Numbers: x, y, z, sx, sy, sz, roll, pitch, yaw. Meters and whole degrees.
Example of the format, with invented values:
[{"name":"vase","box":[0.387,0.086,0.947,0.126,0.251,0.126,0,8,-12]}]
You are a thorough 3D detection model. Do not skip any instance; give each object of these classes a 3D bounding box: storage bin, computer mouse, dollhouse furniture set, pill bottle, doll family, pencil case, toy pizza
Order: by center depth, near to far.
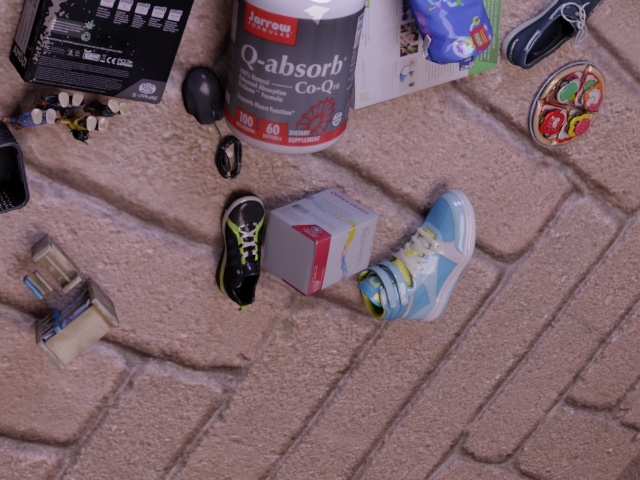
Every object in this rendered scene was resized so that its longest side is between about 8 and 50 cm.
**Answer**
[{"name":"storage bin","box":[-0.551,-0.100,1.699,0.180,0.084,0.122,-18,130,-24]},{"name":"doll family","box":[-0.399,-0.195,1.727,0.193,0.111,0.076,11,89,-37]},{"name":"pill bottle","box":[-0.040,-0.338,1.771,0.210,0.210,0.363,-13,130,-27]},{"name":"pencil case","box":[0.186,-0.436,1.854,0.133,0.119,0.306,-33,116,-14]},{"name":"dollhouse furniture set","box":[-0.457,0.098,1.902,0.129,0.129,0.183,-39,111,-3]},{"name":"computer mouse","box":[-0.178,-0.195,1.911,0.071,0.041,0.242,-31,135,-12]},{"name":"toy pizza","box":[0.526,-0.280,2.329,0.201,0.032,0.201,-18,130,-23]}]

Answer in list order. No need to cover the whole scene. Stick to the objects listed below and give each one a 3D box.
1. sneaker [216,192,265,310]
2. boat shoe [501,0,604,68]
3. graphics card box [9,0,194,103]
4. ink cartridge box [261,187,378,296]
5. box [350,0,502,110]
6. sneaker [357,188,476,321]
[{"name":"sneaker","box":[-0.133,0.024,2.062,0.084,0.097,0.234,-11,127,-28]},{"name":"boat shoe","box":[0.470,-0.423,2.152,0.254,0.079,0.095,-34,134,-9]},{"name":"graphics card box","box":[-0.298,-0.397,1.644,0.233,0.094,0.371,4,118,-36]},{"name":"ink cartridge box","box":[0.000,0.000,2.083,0.176,0.128,0.127,-23,134,-41]},{"name":"box","box":[0.186,-0.385,2.007,0.322,0.058,0.232,-18,130,-21]},{"name":"sneaker","box":[0.189,0.043,2.275,0.208,0.127,0.319,-5,123,-33]}]
